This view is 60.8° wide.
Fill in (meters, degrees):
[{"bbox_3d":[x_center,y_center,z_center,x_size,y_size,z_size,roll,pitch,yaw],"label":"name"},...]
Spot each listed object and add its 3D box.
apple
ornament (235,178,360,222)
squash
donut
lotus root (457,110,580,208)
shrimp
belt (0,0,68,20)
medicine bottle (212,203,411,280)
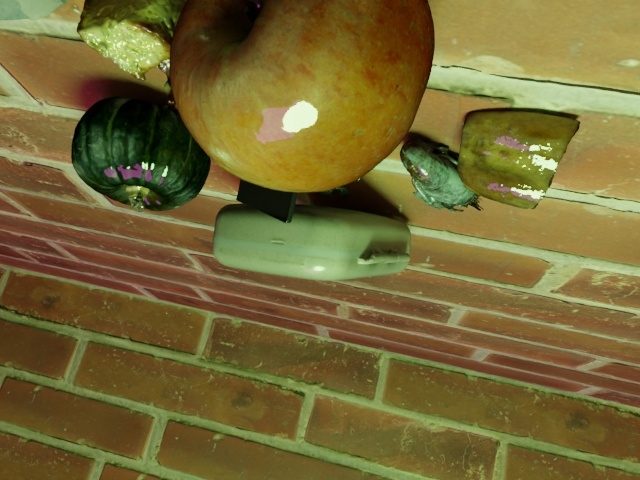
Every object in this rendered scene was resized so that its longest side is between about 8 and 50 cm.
[{"bbox_3d":[-0.010,-0.164,0.530,0.254,0.253,0.253,13,161,5],"label":"apple"},{"bbox_3d":[0.004,-0.113,0.825,0.196,0.166,0.153,6,-168,-38],"label":"ornament"},{"bbox_3d":[-0.287,-0.137,0.884,0.218,0.172,0.218,22,179,0],"label":"squash"},{"bbox_3d":[-0.157,-0.222,0.622,0.085,0.141,0.217,-7,161,27],"label":"donut"},{"bbox_3d":[0.250,-0.100,0.733,0.135,0.095,0.159,14,155,13],"label":"lotus root"},{"bbox_3d":[0.197,-0.084,0.843,0.090,0.079,0.233,-42,138,21],"label":"shrimp"},{"bbox_3d":[-0.316,-0.311,0.368,0.347,0.212,0.117,30,154,-28],"label":"belt"},{"bbox_3d":[0.000,0.000,0.979,0.283,0.122,0.375,5,-178,28],"label":"medicine bottle"}]
